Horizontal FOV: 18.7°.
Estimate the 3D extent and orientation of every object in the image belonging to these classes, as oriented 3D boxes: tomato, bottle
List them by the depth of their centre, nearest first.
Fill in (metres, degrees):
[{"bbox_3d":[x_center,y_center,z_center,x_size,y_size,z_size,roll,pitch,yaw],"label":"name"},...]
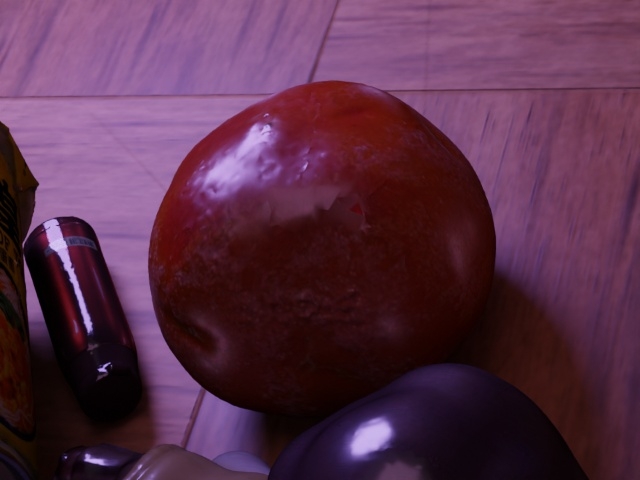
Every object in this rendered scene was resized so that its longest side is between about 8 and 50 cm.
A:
[{"bbox_3d":[0.000,-0.003,1.263,0.232,0.188,0.232,-10,48,11],"label":"tomato"},{"bbox_3d":[-0.167,0.057,1.371,0.060,0.060,0.164,-26,47,0],"label":"bottle"}]

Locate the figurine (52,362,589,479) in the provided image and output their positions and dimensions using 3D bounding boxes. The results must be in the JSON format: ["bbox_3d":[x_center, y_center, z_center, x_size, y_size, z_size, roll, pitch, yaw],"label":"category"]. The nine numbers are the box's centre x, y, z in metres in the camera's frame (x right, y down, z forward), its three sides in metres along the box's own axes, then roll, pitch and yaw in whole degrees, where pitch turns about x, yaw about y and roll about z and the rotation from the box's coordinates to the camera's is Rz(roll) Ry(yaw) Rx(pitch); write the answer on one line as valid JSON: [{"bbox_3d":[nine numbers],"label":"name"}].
[{"bbox_3d":[-0.004,0.198,1.123,0.365,0.206,0.218,-15,13,38],"label":"figurine"}]

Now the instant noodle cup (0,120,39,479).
[{"bbox_3d":[-0.325,0.081,1.256,0.326,0.325,0.254,-21,55,4],"label":"instant noodle cup"}]
